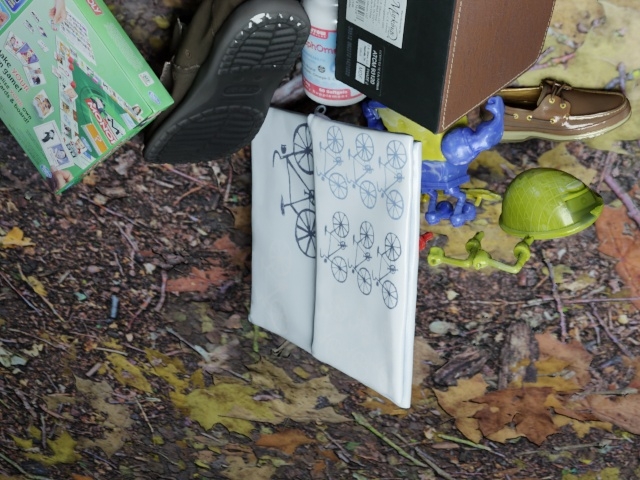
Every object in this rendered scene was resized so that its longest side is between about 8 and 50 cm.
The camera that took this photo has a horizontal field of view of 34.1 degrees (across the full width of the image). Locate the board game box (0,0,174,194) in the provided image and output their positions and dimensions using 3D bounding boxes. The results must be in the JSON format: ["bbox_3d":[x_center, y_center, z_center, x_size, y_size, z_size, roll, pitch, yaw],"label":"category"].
[{"bbox_3d":[-0.341,-0.237,1.252,0.214,0.046,0.317,-31,96,36],"label":"board game box"}]

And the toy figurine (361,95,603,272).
[{"bbox_3d":[0.127,-0.107,1.213,0.363,0.191,0.217,7,120,53],"label":"toy figurine"}]

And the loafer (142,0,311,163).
[{"bbox_3d":[-0.123,-0.211,1.268,0.134,0.130,0.366,-2,156,-33],"label":"loafer"}]

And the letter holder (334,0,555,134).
[{"bbox_3d":[0.145,-0.304,1.082,0.152,0.214,0.301,33,141,29],"label":"letter holder"}]

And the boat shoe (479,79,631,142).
[{"bbox_3d":[0.273,-0.156,1.231,0.178,0.064,0.060,-1,131,22],"label":"boat shoe"}]

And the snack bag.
[{"bbox_3d":[0.000,0.000,1.269,0.343,0.037,0.323,23,119,50],"label":"snack bag"}]

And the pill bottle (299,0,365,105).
[{"bbox_3d":[0.019,-0.241,1.201,0.087,0.087,0.160,6,134,9],"label":"pill bottle"}]
